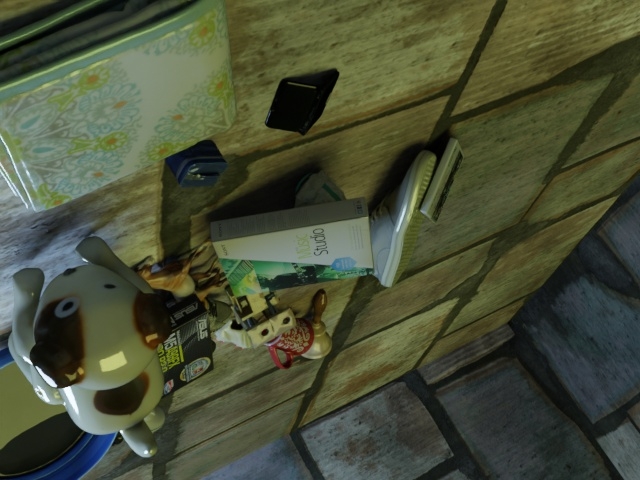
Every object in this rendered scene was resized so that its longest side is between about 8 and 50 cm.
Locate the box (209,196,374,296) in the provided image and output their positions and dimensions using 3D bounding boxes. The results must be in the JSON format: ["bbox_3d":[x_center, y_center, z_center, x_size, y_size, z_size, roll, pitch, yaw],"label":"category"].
[{"bbox_3d":[-0.052,0.019,1.703,0.321,0.059,0.232,-9,147,3],"label":"box"}]

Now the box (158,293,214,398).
[{"bbox_3d":[-0.350,0.258,1.804,0.216,0.060,0.270,-27,150,-23],"label":"box"}]

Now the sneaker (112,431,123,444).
[{"bbox_3d":[-0.621,0.527,2.207,0.153,0.101,0.268,-34,164,2],"label":"sneaker"}]

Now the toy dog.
[{"bbox_3d":[-0.407,0.193,1.432,0.284,0.396,0.408,-14,161,-19],"label":"toy dog"}]

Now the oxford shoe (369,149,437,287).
[{"bbox_3d":[0.185,-0.053,2.020,0.169,0.130,0.449,-47,161,-37],"label":"oxford shoe"}]

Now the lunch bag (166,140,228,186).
[{"bbox_3d":[-0.212,-0.130,1.418,0.098,0.065,0.067,-8,148,-44],"label":"lunch bag"}]

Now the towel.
[{"bbox_3d":[-0.297,-0.204,1.135,0.374,0.090,0.320,-26,160,-14],"label":"towel"}]

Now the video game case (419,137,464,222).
[{"bbox_3d":[0.299,-0.143,1.970,0.191,0.022,0.173,-67,162,-1],"label":"video game case"}]

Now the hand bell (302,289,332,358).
[{"bbox_3d":[-0.008,0.235,2.426,0.126,0.126,0.242,-20,144,-28],"label":"hand bell"}]

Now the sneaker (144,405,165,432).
[{"bbox_3d":[-0.486,0.467,2.179,0.091,0.094,0.258,-33,159,14],"label":"sneaker"}]

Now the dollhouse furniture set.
[{"bbox_3d":[-0.160,0.146,2.033,0.128,0.129,0.184,-28,128,-13],"label":"dollhouse furniture set"}]

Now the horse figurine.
[{"bbox_3d":[-0.284,0.077,1.757,0.174,0.066,0.263,-39,155,-3],"label":"horse figurine"}]

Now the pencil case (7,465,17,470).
[{"bbox_3d":[-0.722,0.587,1.969,0.183,0.160,0.410,-30,141,-28],"label":"pencil case"}]

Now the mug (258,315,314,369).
[{"bbox_3d":[-0.101,0.283,2.325,0.113,0.150,0.169,-24,157,19],"label":"mug"}]

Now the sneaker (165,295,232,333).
[{"bbox_3d":[-0.282,0.173,1.900,0.092,0.088,0.225,-27,164,30],"label":"sneaker"}]

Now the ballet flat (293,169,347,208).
[{"bbox_3d":[0.000,0.000,1.839,0.147,0.147,0.409,-26,156,-15],"label":"ballet flat"}]

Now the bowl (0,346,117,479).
[{"bbox_3d":[-0.618,0.388,1.729,0.391,0.077,0.391,-20,125,-31],"label":"bowl"}]

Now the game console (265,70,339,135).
[{"bbox_3d":[-0.032,-0.257,1.464,0.107,0.071,0.122,-54,175,-39],"label":"game console"}]

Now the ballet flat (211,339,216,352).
[{"bbox_3d":[-0.348,0.291,2.158,0.173,0.049,0.058,-4,100,-51],"label":"ballet flat"}]

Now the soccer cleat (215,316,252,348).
[{"bbox_3d":[-0.220,0.249,2.198,0.076,0.068,0.196,-41,154,13],"label":"soccer cleat"}]
